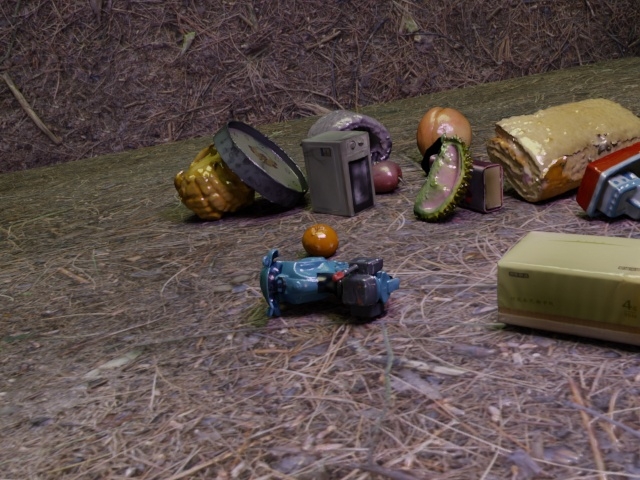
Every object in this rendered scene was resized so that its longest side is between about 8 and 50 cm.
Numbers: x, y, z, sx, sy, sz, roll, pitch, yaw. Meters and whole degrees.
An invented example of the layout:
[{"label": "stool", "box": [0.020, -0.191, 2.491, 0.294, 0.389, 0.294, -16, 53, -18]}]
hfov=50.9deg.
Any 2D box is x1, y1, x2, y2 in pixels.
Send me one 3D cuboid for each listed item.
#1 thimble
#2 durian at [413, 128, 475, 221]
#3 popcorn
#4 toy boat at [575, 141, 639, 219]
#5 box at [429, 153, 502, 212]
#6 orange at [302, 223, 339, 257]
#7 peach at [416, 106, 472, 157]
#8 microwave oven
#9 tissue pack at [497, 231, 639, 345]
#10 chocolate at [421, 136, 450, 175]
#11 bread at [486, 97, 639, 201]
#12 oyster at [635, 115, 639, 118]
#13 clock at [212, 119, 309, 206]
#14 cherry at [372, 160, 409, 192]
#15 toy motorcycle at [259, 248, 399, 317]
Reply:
[{"label": "thimble", "box": [0.092, -0.294, 2.107, 0.245, 0.217, 0.157, 0, 17, -27]}, {"label": "durian", "box": [0.313, -0.144, 1.611, 0.095, 0.221, 0.137, 2, 21, -42]}, {"label": "popcorn", "box": [-0.293, -0.167, 1.936, 0.250, 0.190, 0.250, -6, 38, 5]}, {"label": "toy boat", "box": [0.730, -0.135, 1.475, 0.331, 0.145, 0.133, -19, 44, -23]}, {"label": "box", "box": [0.364, -0.148, 1.695, 0.069, 0.120, 0.224, -13, 17, -23]}, {"label": "orange", "box": [0.000, 0.000, 1.496, 0.083, 0.070, 0.083, -8, 23, 3]}, {"label": "peach", "box": [0.394, -0.338, 2.149, 0.184, 0.184, 0.184, -8, 19, 3]}, {"label": "microwave oven", "box": [0.055, -0.183, 1.797, 0.163, 0.205, 0.129, 12, 28, 44]}, {"label": "tissue pack", "box": [0.410, 0.066, 1.031, 0.234, 0.125, 0.159, 7, 24, 37]}, {"label": "chocolate", "box": [0.372, -0.242, 1.985, 0.080, 0.125, 0.148, 2, 9, -24]}, {"label": "bread", "box": [0.636, -0.232, 1.701, 0.375, 0.165, 0.237, -14, 47, -20]}, {"label": "oyster", "box": [0.994, -0.322, 1.978, 0.294, 0.094, 0.166, 0, 11, 6]}, {"label": "clock", "box": [-0.164, -0.222, 1.907, 0.061, 0.312, 0.312, -47, 9, 19]}, {"label": "cherry", "box": [0.179, -0.181, 1.916, 0.126, 0.087, 0.106, -7, 14, -5]}, {"label": "toy motorcycle", "box": [-0.002, 0.075, 1.208, 0.272, 0.124, 0.182, 3, 12, 32]}]
